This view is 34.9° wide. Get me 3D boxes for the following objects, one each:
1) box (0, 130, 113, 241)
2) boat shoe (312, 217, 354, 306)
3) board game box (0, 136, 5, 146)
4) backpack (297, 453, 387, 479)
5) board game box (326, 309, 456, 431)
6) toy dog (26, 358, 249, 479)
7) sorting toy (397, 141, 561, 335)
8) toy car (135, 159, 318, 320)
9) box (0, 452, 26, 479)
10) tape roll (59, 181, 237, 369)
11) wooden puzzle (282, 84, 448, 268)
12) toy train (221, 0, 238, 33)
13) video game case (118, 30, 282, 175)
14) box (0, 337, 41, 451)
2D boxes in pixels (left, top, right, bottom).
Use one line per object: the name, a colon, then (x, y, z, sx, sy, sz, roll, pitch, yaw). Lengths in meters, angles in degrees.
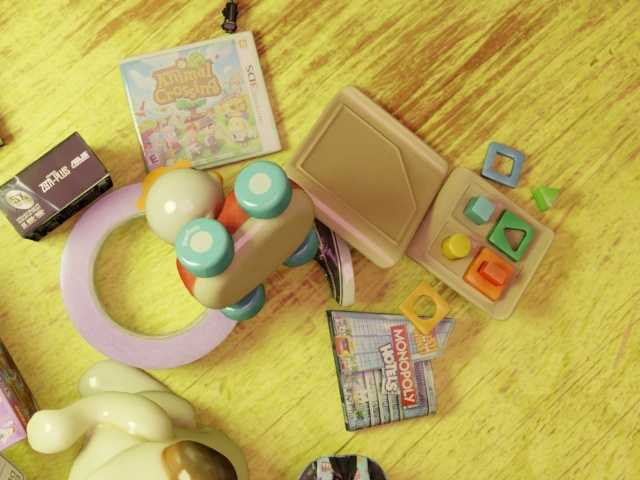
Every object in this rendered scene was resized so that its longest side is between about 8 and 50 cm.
box: (-0.378, -0.073, 1.451, 0.147, 0.180, 0.077, -38, 95, -8)
boat shoe: (0.000, 0.000, 1.569, 0.070, 0.078, 0.219, -13, 82, -10)
board game box: (-0.566, -0.186, 1.490, 0.141, 0.048, 0.170, -27, 92, -11)
backpack: (0.027, 0.404, 1.537, 0.158, 0.117, 0.173, -3, 89, -9)
board game box: (0.121, 0.187, 1.588, 0.194, 0.060, 0.194, -10, 90, -9)
toy dog: (-0.224, 0.363, 1.349, 0.395, 0.408, 0.284, 29, 84, -7)
sorting toy: (0.254, 0.003, 1.588, 0.196, 0.047, 0.348, 34, 73, -4)
toy car: (-0.151, -0.045, 1.418, 0.210, 0.219, 0.238, -45, 67, -8)
box: (-0.542, 0.282, 1.346, 0.169, 0.290, 0.087, -5, 49, 19)
tape roll: (-0.244, 0.051, 1.516, 0.275, 0.090, 0.275, 0, 89, -9)
wooden puzzle: (0.068, -0.098, 1.563, 0.221, 0.044, 0.239, 38, 54, -6)
toy train: (-0.136, -0.399, 1.573, 0.027, 0.036, 0.158, 3, 88, -9)
video game case: (-0.184, -0.207, 1.567, 0.212, 0.023, 0.193, -15, 91, -9)
box: (-0.489, 0.145, 1.416, 0.057, 0.201, 0.293, -29, 93, -9)
